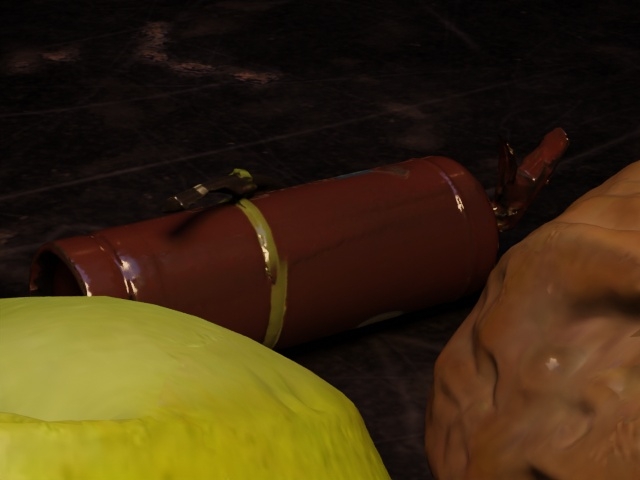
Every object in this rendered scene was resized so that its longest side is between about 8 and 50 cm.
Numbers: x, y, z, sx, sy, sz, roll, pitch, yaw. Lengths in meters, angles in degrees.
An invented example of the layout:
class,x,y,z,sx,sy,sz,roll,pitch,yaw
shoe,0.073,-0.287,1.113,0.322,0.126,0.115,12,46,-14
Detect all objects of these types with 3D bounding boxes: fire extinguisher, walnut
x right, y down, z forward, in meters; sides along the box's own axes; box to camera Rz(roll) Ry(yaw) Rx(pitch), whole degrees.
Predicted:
class,x,y,z,sx,sy,sz,roll,pitch,yaw
fire extinguisher,0.000,0.000,1.075,0.341,0.141,0.105,-15,59,-29
walnut,0.183,0.088,0.800,0.273,0.227,0.273,-2,26,1

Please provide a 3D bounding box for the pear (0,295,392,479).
class,x,y,z,sx,sy,sz,roll,pitch,yaw
pear,-0.109,0.132,0.450,0.318,0.238,0.342,-1,-3,-30
